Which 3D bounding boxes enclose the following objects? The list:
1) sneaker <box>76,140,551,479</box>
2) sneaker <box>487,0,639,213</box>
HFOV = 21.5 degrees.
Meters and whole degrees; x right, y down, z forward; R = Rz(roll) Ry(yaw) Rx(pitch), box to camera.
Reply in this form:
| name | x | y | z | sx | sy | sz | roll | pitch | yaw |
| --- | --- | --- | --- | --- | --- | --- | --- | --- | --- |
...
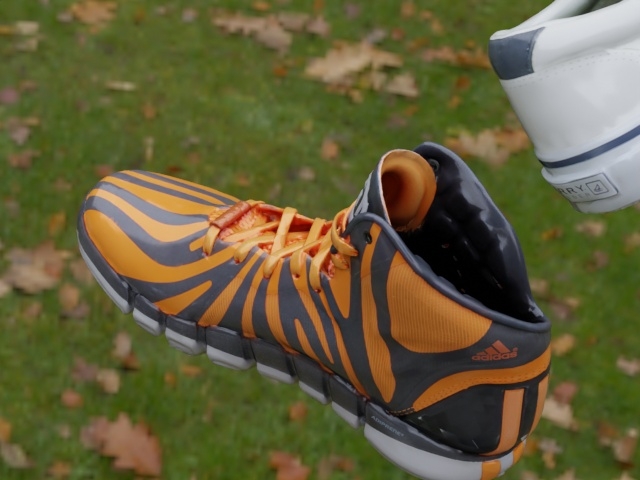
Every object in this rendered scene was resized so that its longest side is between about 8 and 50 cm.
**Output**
| name | x | y | z | sx | sy | sz | roll | pitch | yaw |
| --- | --- | --- | --- | --- | --- | --- | --- | --- | --- |
| sneaker | 0.000 | 0.000 | 1.001 | 0.321 | 0.180 | 0.124 | 26 | 46 | 16 |
| sneaker | 0.173 | -0.122 | 0.687 | 0.258 | 0.091 | 0.094 | -43 | 21 | -22 |
